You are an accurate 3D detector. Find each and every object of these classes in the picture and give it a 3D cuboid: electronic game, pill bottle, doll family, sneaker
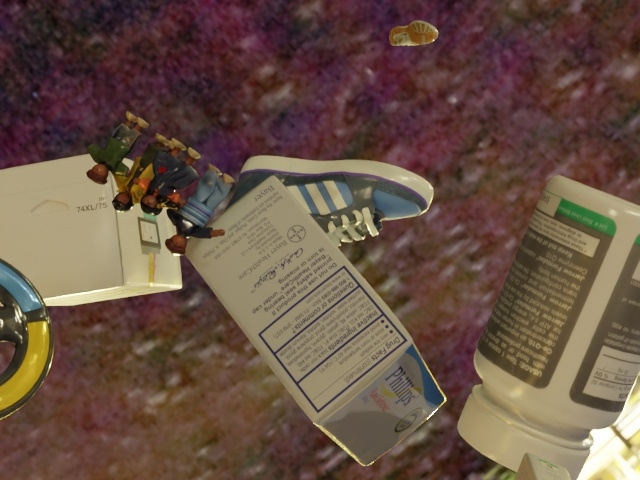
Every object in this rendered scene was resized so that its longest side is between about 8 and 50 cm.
[{"bbox_3d":[-0.427,0.110,1.271,0.229,0.229,0.048,-21,167,-40],"label":"electronic game"},{"bbox_3d":[0.322,0.116,1.397,0.204,0.204,0.361,6,108,-61],"label":"pill bottle"},{"bbox_3d":[-0.190,-0.062,1.264,0.111,0.193,0.076,-56,151,-8],"label":"doll family"},{"bbox_3d":[0.131,-0.277,1.442,0.037,0.083,0.032,-7,101,-39],"label":"sneaker"},{"bbox_3d":[0.000,0.000,1.672,0.130,0.322,0.236,68,31,-64],"label":"sneaker"}]

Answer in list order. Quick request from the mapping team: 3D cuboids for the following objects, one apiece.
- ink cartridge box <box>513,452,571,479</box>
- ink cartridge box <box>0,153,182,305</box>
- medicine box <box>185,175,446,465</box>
[{"bbox_3d":[0.199,0.326,1.047,0.225,0.056,0.181,-65,176,-82],"label":"ink cartridge box"},{"bbox_3d":[-0.352,-0.010,1.636,0.198,0.197,0.270,-9,175,10],"label":"ink cartridge box"},{"bbox_3d":[0.000,0.107,1.350,0.149,0.289,0.263,-38,153,-2],"label":"medicine box"}]
